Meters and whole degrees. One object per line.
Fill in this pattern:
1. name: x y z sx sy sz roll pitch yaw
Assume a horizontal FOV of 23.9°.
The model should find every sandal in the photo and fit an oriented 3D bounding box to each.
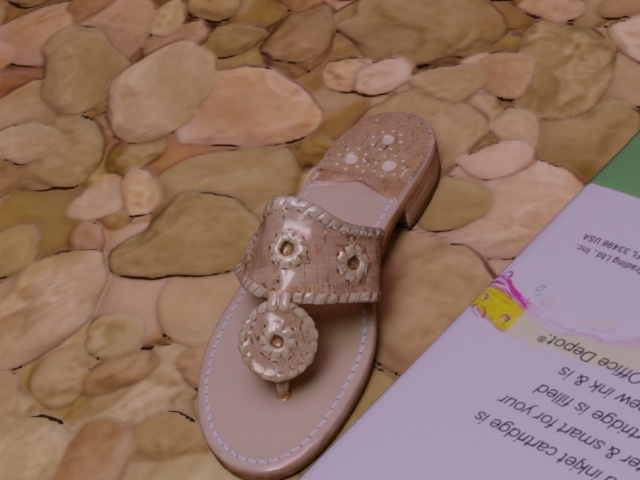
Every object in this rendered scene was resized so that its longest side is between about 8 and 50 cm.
1. sandal: -0.006 -0.001 0.749 0.088 0.079 0.240 7 46 24

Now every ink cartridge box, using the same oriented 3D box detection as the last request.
1. ink cartridge box: 0.143 0.094 0.569 0.201 0.117 0.278 24 55 37
